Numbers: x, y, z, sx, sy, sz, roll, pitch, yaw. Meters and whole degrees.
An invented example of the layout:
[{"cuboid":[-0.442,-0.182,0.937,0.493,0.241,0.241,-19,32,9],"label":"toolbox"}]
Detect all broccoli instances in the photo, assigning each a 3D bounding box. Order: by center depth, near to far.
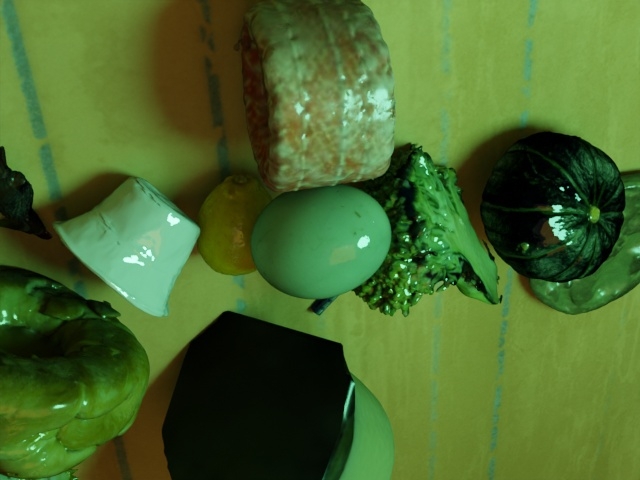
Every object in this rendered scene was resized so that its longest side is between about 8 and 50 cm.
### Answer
[{"cuboid":[0.120,0.010,1.637,0.180,0.242,0.273,-18,131,26],"label":"broccoli"}]

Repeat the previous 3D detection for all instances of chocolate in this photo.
[{"cuboid":[-0.040,0.302,1.784,0.297,0.314,0.326,21,81,-55],"label":"chocolate"}]

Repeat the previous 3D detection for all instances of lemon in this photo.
[{"cuboid":[-0.113,-0.021,1.583,0.114,0.114,0.155,0,122,-21],"label":"lemon"}]

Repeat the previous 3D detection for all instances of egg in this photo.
[{"cuboid":[0.000,0.000,1.485,0.192,0.149,0.149,-8,141,31],"label":"egg"}]

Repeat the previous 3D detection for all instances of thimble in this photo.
[{"cuboid":[-0.010,-0.178,1.404,0.162,0.239,0.239,-9,132,-10],"label":"thimble"}]

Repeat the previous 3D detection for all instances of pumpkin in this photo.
[{"cuboid":[0.336,-0.048,1.666,0.220,0.162,0.220,-8,105,-34],"label":"pumpkin"}]

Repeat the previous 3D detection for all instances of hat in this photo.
[{"cuboid":[-0.239,-0.004,1.527,0.126,0.203,0.203,-50,130,3],"label":"hat"}]

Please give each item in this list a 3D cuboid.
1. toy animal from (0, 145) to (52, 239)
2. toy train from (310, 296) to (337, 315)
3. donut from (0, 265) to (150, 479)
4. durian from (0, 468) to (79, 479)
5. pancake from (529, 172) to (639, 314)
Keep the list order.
[{"cuboid":[-0.397,-0.057,1.476,0.105,0.070,0.202,13,149,25],"label":"toy animal"},{"cuboid":[0.018,0.082,1.785,0.017,0.017,0.083,27,116,-37],"label":"toy train"},{"cuboid":[-0.397,0.161,1.490,0.360,0.360,0.170,11,111,-28],"label":"donut"},{"cuboid":[-0.509,0.329,1.704,0.306,0.166,0.172,21,122,-33],"label":"durian"},{"cuboid":[0.461,0.000,1.858,0.294,0.049,0.294,-9,135,-10],"label":"pancake"}]
